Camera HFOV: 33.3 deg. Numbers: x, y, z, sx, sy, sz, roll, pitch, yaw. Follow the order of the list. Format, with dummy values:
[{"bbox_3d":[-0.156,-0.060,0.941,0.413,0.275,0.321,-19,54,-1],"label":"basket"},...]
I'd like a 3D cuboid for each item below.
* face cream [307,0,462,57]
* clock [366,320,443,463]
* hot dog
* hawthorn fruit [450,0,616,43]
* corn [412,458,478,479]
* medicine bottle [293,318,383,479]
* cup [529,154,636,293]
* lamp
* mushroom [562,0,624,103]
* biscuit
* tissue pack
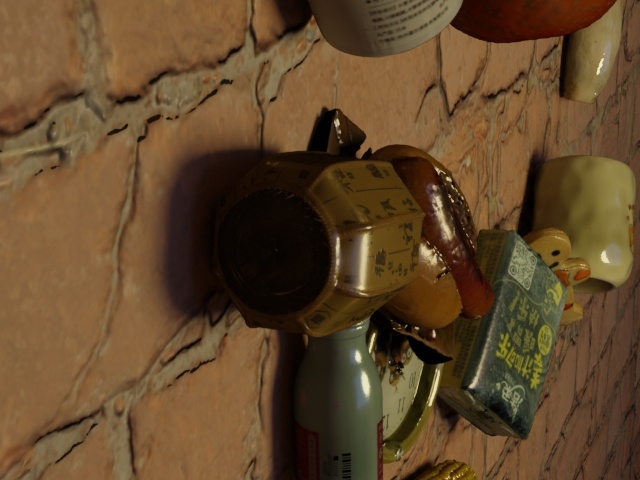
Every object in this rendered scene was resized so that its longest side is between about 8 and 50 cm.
[{"bbox_3d":[0.013,-0.327,0.859,0.145,0.145,0.369,-67,150,-29],"label":"face cream"},{"bbox_3d":[0.081,0.140,1.247,0.237,0.057,0.237,-27,121,-58],"label":"clock"},{"bbox_3d":[0.114,-0.001,1.126,0.326,0.107,0.194,38,58,-49],"label":"hot dog"},{"bbox_3d":[0.201,-0.356,1.120,0.298,0.277,0.277,14,85,-49],"label":"hawthorn fruit"},{"bbox_3d":[0.149,0.348,1.429,0.238,0.080,0.080,-3,100,-62],"label":"corn"},{"bbox_3d":[0.018,0.158,1.076,0.090,0.090,0.216,-32,125,-59],"label":"medicine bottle"},{"bbox_3d":[0.421,-0.016,1.838,0.173,0.255,0.202,14,74,-25],"label":"cup"},{"bbox_3d":[0.000,0.000,0.923,0.185,0.161,0.161,-18,114,-63],"label":"lamp"},{"bbox_3d":[0.503,-0.415,1.933,0.123,0.095,0.351,65,39,-77],"label":"mushroom"},{"bbox_3d":[0.351,0.067,1.696,0.234,0.153,0.030,83,-2,-48],"label":"biscuit"},{"bbox_3d":[0.266,0.136,1.552,0.185,0.081,0.257,41,61,-39],"label":"tissue pack"}]
